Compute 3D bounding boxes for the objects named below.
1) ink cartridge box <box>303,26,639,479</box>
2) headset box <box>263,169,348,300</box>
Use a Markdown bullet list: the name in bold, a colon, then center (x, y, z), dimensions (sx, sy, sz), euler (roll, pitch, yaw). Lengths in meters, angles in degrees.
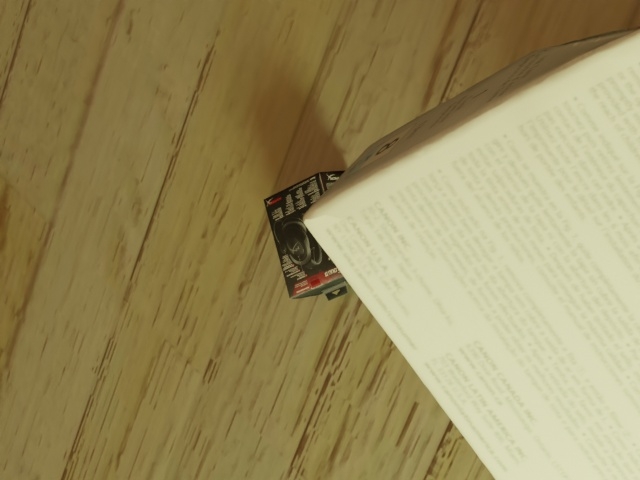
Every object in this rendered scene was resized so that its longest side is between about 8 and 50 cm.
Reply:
- **ink cartridge box**: center (0.218, 0.021, 0.908), dimensions (0.385, 0.091, 0.308), euler (-28, 102, 41)
- **headset box**: center (0.000, 0.000, 1.252), dimensions (0.062, 0.032, 0.083), euler (-26, 77, 44)
